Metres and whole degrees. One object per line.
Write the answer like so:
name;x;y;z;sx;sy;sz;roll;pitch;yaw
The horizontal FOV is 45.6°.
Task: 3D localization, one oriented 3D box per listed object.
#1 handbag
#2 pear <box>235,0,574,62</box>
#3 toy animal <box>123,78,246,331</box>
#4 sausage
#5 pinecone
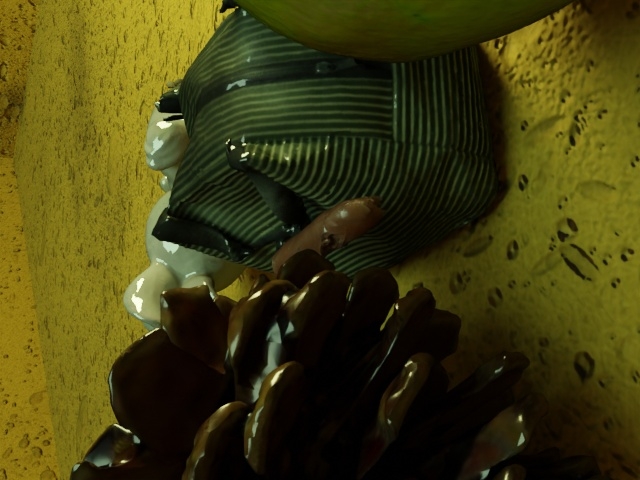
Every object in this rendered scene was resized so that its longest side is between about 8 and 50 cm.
handbag;-0.018;-0.096;0.746;0.340;0.240;0.247;-30;60;56
pear;0.062;-0.263;0.549;0.165;0.398;0.399;89;165;-60
toy animal;-0.153;-0.042;1.006;0.247;0.182;0.310;-74;-2;-75
sausage;0.000;0.000;0.647;0.036;0.042;0.158;47;144;-5
pinecone;0.034;0.196;0.558;0.384;0.384;0.385;-3;86;59
